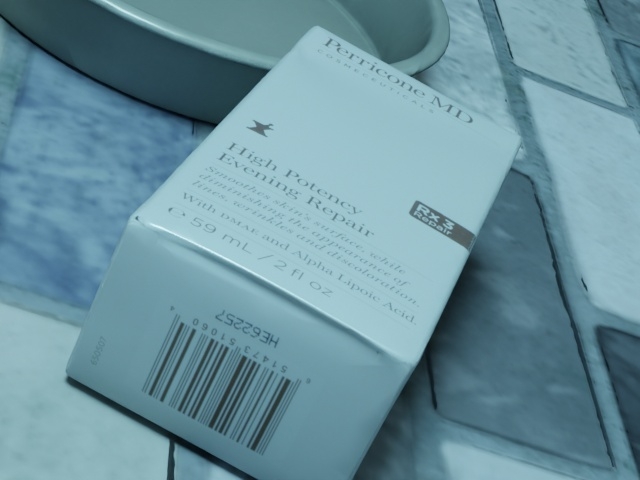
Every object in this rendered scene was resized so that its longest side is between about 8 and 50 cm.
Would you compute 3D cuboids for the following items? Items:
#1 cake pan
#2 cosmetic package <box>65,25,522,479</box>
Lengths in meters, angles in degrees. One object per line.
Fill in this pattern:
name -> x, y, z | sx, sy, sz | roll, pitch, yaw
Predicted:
cake pan -> -0.071, -0.152, 0.870 | 0.293, 0.054, 0.293 | 20, 30, -12
cosmetic package -> 0.000, 0.000, 0.656 | 0.117, 0.085, 0.231 | 28, 31, 2
